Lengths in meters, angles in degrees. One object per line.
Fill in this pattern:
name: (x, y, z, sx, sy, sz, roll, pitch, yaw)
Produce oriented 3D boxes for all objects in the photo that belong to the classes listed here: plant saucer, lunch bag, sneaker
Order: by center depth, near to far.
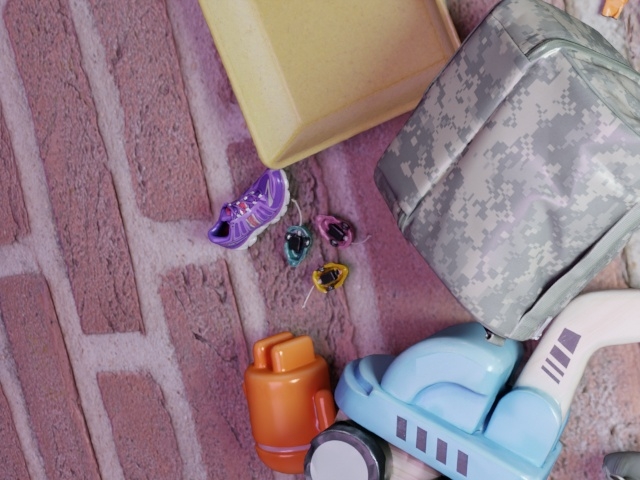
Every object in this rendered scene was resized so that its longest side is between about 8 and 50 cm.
lunch bag: (0.235, -0.066, 0.987, 0.305, 0.213, 0.256, -51, 46, 29)
plant saucer: (0.013, -0.301, 1.181, 0.333, 0.081, 0.332, -20, 92, 34)
sneaker: (-0.106, -0.044, 1.315, 0.170, 0.071, 0.068, -49, 53, 30)

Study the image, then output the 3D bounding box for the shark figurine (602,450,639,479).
shark figurine: (0.445, 0.289, 1.019, 0.278, 0.166, 0.116, 29, 81, 38)

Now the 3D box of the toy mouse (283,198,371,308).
toy mouse: (0.000, 0.000, 1.296, 0.161, 0.031, 0.143, -33, 85, 33)

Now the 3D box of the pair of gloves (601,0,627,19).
pair of gloves: (0.365, -0.281, 1.015, 0.083, 0.010, 0.074, 23, 112, 21)

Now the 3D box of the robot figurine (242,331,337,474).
robot figurine: (-0.044, 0.249, 1.332, 0.158, 0.128, 0.219, -6, 99, 11)

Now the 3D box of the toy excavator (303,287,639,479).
toy excavator: (0.246, 0.184, 1.107, 0.433, 0.222, 0.445, 26, 106, 22)
